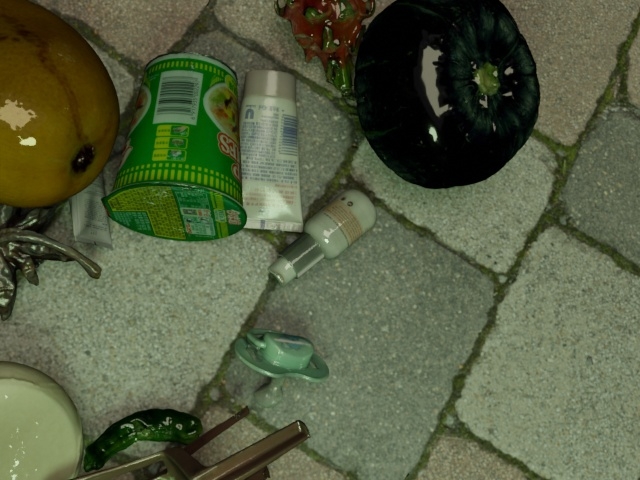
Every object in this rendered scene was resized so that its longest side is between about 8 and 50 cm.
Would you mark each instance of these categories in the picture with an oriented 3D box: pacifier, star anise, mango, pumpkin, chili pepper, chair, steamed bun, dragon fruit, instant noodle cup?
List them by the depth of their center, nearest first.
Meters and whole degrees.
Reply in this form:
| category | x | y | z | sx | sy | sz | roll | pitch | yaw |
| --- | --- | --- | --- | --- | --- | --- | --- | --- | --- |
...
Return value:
| category | x | y | z | sx | sy | sz | roll | pitch | yaw |
| --- | --- | --- | --- | --- | --- | --- | --- | --- | --- |
| chair | -0.178 | 0.349 | 1.098 | 0.326 | 0.183 | 0.175 | -23 | 109 | -28 |
| steamed bun | -0.434 | 0.268 | 1.122 | 0.232 | 0.145 | 0.231 | -3 | 96 | -32 |
| chili pepper | -0.252 | 0.271 | 1.193 | 0.182 | 0.050 | 0.073 | -12 | 48 | -37 |
| mango | -0.429 | -0.211 | 1.194 | 0.264 | 0.221 | 0.378 | -16 | 57 | -34 |
| star anise | -0.437 | 0.006 | 1.221 | 0.231 | 0.089 | 0.209 | -9 | 83 | -5 |
| instant noodle cup | -0.203 | -0.142 | 1.261 | 0.207 | 0.207 | 0.232 | 6 | 69 | -10 |
| pacifier | -0.067 | 0.188 | 1.262 | 0.150 | 0.127 | 0.116 | 8 | 114 | -37 |
| pumpkin | 0.187 | -0.238 | 1.344 | 0.315 | 0.238 | 0.315 | 0 | 90 | -24 |
| dragon fruit | 0.022 | -0.342 | 1.393 | 0.137 | 0.135 | 0.236 | -36 | 107 | -17 |

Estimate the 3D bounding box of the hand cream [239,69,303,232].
| category | x | y | z | sx | sy | sz | roll | pitch | yaw |
| --- | --- | --- | --- | --- | --- | --- | --- | --- | --- |
| hand cream | -0.082 | -0.137 | 1.347 | 0.133 | 0.083 | 0.247 | 6 | 86 | -10 |

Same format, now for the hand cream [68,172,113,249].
| category | x | y | z | sx | sy | sz | roll | pitch | yaw |
| --- | --- | --- | --- | --- | --- | --- | --- | --- | --- |
| hand cream | -0.345 | -0.058 | 1.271 | 0.053 | 0.084 | 0.142 | -17 | 75 | 22 |

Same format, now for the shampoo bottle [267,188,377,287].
| category | x | y | z | sx | sy | sz | roll | pitch | yaw |
| --- | --- | --- | --- | --- | --- | --- | --- | --- | --- |
| shampoo bottle | 0.000 | 0.000 | 1.324 | 0.192 | 0.074 | 0.074 | -40 | 87 | -16 |
